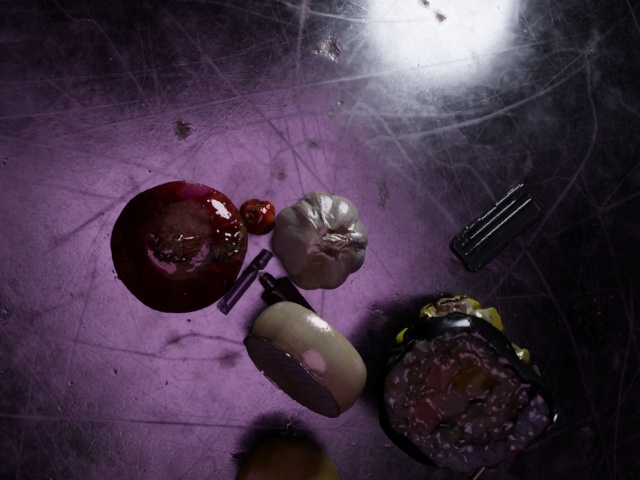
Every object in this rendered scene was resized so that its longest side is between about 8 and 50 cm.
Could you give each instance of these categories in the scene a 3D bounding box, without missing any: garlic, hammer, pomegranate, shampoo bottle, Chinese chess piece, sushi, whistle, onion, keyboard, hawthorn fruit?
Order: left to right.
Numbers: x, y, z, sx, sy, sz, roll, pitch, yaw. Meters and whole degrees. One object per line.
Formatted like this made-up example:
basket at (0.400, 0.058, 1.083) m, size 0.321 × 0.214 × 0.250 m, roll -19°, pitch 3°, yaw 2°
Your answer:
onion at (-0.285, 0.010, 1.067) m, size 0.275 × 0.276 × 0.277 m, roll 0°, pitch 88°, yaw -9°
whistle at (-0.172, 0.093, 1.193) m, size 0.033 × 0.033 × 0.177 m, roll 39°, pitch 83°, yaw -6°
hawthorn fruit at (-0.143, -0.054, 1.173) m, size 0.092 × 0.093 × 0.093 m, roll 0°, pitch 88°, yaw -9°
pomegranate at (-0.077, 0.534, 1.111) m, size 0.232 × 0.233 × 0.234 m, roll 0°, pitch 88°, yaw -9°
shampoo bottle at (-0.078, 0.140, 1.181) m, size 0.236 × 0.067 × 0.068 m, roll 49°, pitch 64°, yaw -10°
Chinese chess piece at (-0.033, 0.251, 1.092) m, size 0.270 × 0.270 × 0.112 m, roll 45°, pitch 63°, yaw -6°
garlic at (0.004, 0.001, 1.165) m, size 0.227 × 0.152 × 0.228 m, roll 0°, pitch 90°, yaw -5°
sushi at (0.299, 0.304, 1.158) m, size 0.327 × 0.285 × 0.329 m, roll 38°, pitch 104°, yaw -1°
hammer at (0.431, 0.536, 1.289) m, size 0.062 × 0.017 × 0.182 m, roll 42°, pitch 84°, yaw -6°
keyboard at (0.445, -0.034, 1.305) m, size 0.262 × 0.016 × 0.106 m, roll -39°, pitch 95°, yaw -9°
